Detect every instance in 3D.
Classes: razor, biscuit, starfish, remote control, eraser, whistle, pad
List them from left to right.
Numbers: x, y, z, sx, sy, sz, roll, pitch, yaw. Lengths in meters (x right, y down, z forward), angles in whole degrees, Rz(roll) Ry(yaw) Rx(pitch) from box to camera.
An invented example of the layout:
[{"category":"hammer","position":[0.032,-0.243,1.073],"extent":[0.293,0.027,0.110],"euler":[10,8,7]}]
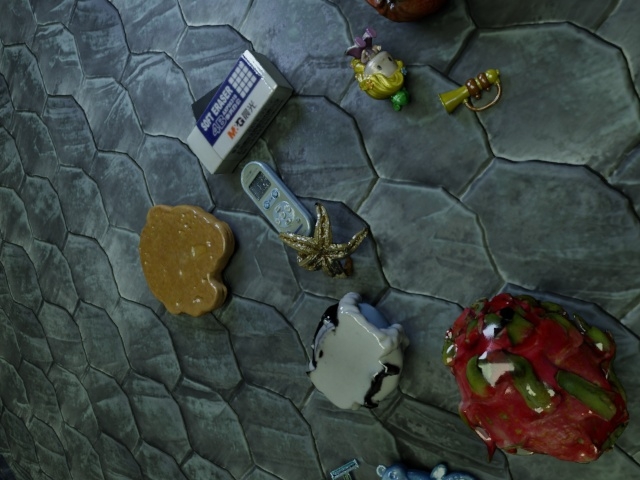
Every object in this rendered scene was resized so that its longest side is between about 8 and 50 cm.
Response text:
[{"category":"biscuit","position":[-0.367,0.053,1.246],"extent":[0.351,0.057,0.312],"euler":[0,96,33]},{"category":"pad","position":[-0.251,-0.335,1.155],"extent":[0.193,0.004,0.116],"euler":[-22,86,31]},{"category":"eraser","position":[-0.196,-0.295,1.079],"extent":[0.279,0.081,0.124],"euler":[-45,77,28]},{"category":"remote control","position":[-0.099,-0.089,1.070],"extent":[0.244,0.047,0.087],"euler":[50,121,16]},{"category":"starfish","position":[-0.001,-0.001,0.979],"extent":[0.189,0.074,0.146],"euler":[17,113,8]},{"category":"razor","position":[0.089,0.609,1.050],"extent":[0.068,0.037,0.191],"euler":[-23,87,-10]},{"category":"whistle","position":[0.232,0.538,0.919],"extent":[0.269,0.093,0.180],"euler":[23,83,26]},{"category":"whistle","position":[0.274,-0.264,0.822],"extent":[0.109,0.046,0.057],"euler":[-22,70,26]}]

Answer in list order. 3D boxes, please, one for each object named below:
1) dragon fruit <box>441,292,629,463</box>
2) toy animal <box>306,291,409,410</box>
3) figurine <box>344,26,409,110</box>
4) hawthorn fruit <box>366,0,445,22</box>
[{"category":"dragon fruit","position":[0.345,0.224,0.737],"extent":[0.302,0.237,0.231],"euler":[34,134,13]},{"category":"toy animal","position":[0.085,0.221,0.935],"extent":[0.204,0.156,0.208],"euler":[34,120,22]},{"category":"figurine","position":[0.114,-0.321,0.899],"extent":[0.095,0.115,0.156],"euler":[-44,93,-6]},{"category":"hawthorn fruit","position":[0.160,-0.497,0.792],"extent":[0.179,0.179,0.200],"euler":[21,90,28]}]
